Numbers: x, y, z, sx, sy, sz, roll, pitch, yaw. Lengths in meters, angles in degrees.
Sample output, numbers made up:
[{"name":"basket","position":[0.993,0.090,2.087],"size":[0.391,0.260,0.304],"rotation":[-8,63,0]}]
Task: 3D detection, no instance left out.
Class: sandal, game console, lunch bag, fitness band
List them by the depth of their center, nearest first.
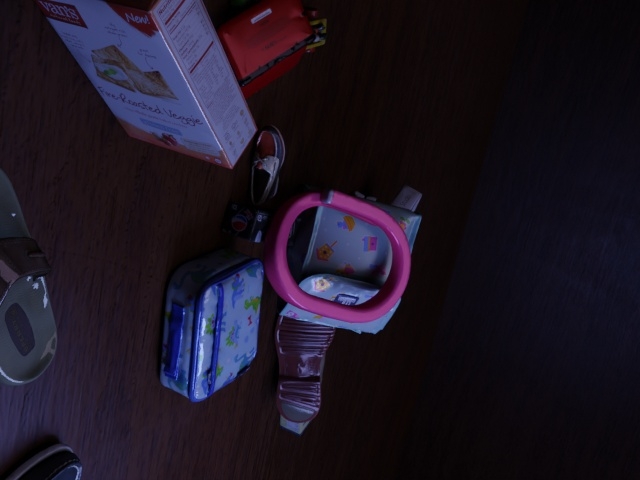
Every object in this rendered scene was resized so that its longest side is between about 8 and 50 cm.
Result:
[{"name":"sandal","position":[-0.307,0.036,0.650],"size":[0.120,0.086,0.302],"rotation":[-53,152,-38]},{"name":"game console","position":[-0.087,-0.274,0.948],"size":[0.144,0.085,0.124],"rotation":[-40,121,-24]},{"name":"lunch bag","position":[-0.171,0.133,1.049],"size":[0.176,0.090,0.219],"rotation":[-24,128,-58]},{"name":"fitness band","position":[0.037,0.030,1.137],"size":[0.291,0.054,0.209],"rotation":[19,83,-34]},{"name":"lunch bag","position":[0.047,0.044,1.278],"size":[0.160,0.223,0.262],"rotation":[-154,-102,-68]}]

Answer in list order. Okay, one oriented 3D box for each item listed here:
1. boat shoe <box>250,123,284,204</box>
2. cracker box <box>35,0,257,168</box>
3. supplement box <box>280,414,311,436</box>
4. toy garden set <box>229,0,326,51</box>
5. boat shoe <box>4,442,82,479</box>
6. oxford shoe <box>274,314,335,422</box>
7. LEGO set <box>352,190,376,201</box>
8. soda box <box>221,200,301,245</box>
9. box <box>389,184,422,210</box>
[{"name":"boat shoe","position":[-0.091,-0.122,1.086],"size":[0.043,0.049,0.137],"rotation":[-39,147,-49]},{"name":"cracker box","position":[-0.175,-0.183,0.694],"size":[0.067,0.156,0.232],"rotation":[-61,155,-22]},{"name":"supplement box","position":[-0.051,0.400,1.578],"size":[0.083,0.056,0.083],"rotation":[-43,145,-49]},{"name":"toy garden set","position":[-0.045,-0.368,0.989],"size":[0.244,0.049,0.203],"rotation":[-41,143,-51]},{"name":"boat shoe","position":[-0.372,0.380,0.767],"size":[0.302,0.091,0.114],"rotation":[-55,153,-33]},{"name":"oxford shoe","position":[-0.039,0.210,1.430],"size":[0.130,0.123,0.348],"rotation":[-88,-172,-72]},{"name":"LEGO set","position":[0.055,-0.037,1.461],"size":[0.227,0.093,0.087],"rotation":[-65,-171,-28]},{"name":"soda box","position":[-0.096,-0.027,1.128],"size":[0.169,0.060,0.053],"rotation":[6,102,-67]},{"name":"box","position":[0.135,0.045,1.624],"size":[0.232,0.058,0.322],"rotation":[-52,166,-39]}]
